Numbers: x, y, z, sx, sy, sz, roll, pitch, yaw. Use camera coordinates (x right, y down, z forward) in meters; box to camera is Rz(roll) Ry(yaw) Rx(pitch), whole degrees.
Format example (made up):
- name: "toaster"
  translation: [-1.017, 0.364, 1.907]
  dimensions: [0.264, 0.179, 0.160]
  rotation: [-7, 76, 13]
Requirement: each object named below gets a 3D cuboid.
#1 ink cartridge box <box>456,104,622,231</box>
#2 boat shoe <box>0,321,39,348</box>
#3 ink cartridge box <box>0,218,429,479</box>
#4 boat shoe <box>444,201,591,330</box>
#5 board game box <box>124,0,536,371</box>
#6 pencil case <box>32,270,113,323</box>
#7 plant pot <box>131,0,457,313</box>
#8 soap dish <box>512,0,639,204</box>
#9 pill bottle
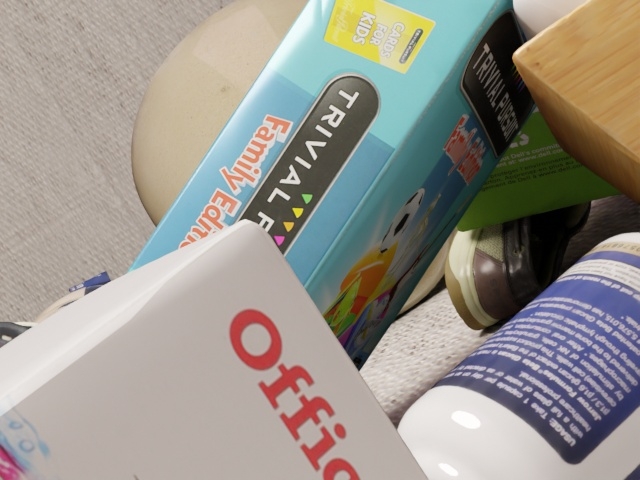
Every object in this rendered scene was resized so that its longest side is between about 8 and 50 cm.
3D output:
- name: "ink cartridge box"
  translation: [0.190, -0.130, 0.972]
  dimensions: [0.255, 0.097, 0.189]
  rotation: [-15, 46, 19]
- name: "boat shoe"
  translation: [-0.280, 0.172, 0.705]
  dimensions: [0.186, 0.156, 0.500]
  rotation: [13, 38, 32]
- name: "ink cartridge box"
  translation: [-0.101, 0.160, 0.453]
  dimensions: [0.270, 0.198, 0.197]
  rotation: [-37, 7, -35]
- name: "boat shoe"
  translation: [0.151, -0.028, 1.039]
  dimensions: [0.073, 0.080, 0.223]
  rotation: [-8, 37, 33]
- name: "board game box"
  translation: [0.000, 0.000, 0.783]
  dimensions: [0.336, 0.079, 0.254]
  rotation: [-56, -13, 2]
- name: "pencil case"
  translation: [-0.130, 0.104, 1.113]
  dimensions: [0.183, 0.160, 0.410]
  rotation: [-49, 10, -10]
- name: "plant pot"
  translation: [0.011, -0.040, 1.213]
  dimensions: [0.284, 0.284, 0.191]
  rotation: [-33, 43, 0]
- name: "soap dish"
  translation: [0.236, -0.122, 0.698]
  dimensions: [0.291, 0.118, 0.229]
  rotation: [-34, -13, 8]
- name: "pill bottle"
  translation: [0.088, 0.078, 0.579]
  dimensions: [0.169, 0.094, 0.094]
  rotation: [-37, 8, -28]
